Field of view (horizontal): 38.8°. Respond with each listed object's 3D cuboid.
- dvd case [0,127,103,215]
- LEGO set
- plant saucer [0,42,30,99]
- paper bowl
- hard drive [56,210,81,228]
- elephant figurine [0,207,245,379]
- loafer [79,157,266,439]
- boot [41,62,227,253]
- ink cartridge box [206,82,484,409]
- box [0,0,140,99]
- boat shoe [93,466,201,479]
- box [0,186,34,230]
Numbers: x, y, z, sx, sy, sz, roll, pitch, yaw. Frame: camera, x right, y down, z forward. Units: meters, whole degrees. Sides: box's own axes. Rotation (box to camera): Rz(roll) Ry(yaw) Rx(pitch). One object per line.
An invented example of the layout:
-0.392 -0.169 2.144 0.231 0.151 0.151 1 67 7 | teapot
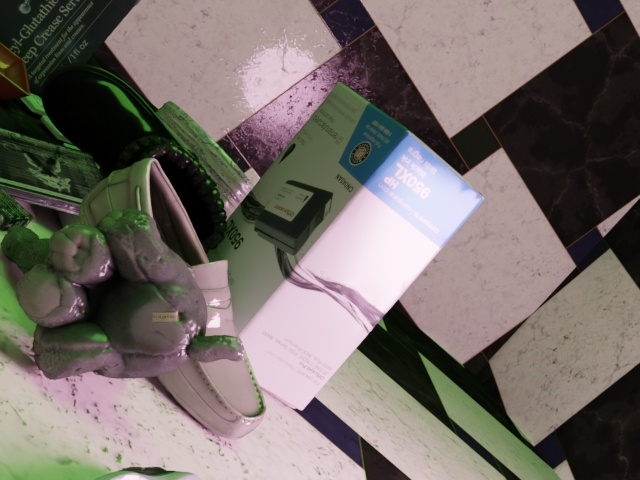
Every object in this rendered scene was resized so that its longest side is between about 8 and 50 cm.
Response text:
-0.360 -0.090 1.190 0.164 0.018 0.221 16 18 -31 | dvd case
-0.429 -0.200 1.667 0.182 0.060 0.244 46 5 9 | LEGO set
-0.609 -0.337 1.512 0.259 0.048 0.258 40 5 -30 | plant saucer
-0.232 -0.104 1.664 0.284 0.148 0.284 46 -4 5 | paper bowl
-0.235 0.043 1.170 0.203 0.040 0.307 38 6 -37 | hard drive
-0.199 0.047 0.867 0.186 0.169 0.239 70 -15 -5 | elephant figurine
-0.145 0.061 0.977 0.319 0.111 0.112 58 23 5 | loafer
-0.280 -0.132 1.369 0.348 0.131 0.260 40 5 -14 | boot
0.000 0.000 1.314 0.166 0.395 0.285 36 7 -28 | ink cartridge box
-0.587 -0.509 1.736 0.395 0.293 0.212 39 6 -28 | box
-0.138 0.190 0.667 0.040 0.049 0.142 7 -9 25 | boat shoe
-0.369 -0.046 1.019 0.083 0.018 0.067 42 5 0 | box
